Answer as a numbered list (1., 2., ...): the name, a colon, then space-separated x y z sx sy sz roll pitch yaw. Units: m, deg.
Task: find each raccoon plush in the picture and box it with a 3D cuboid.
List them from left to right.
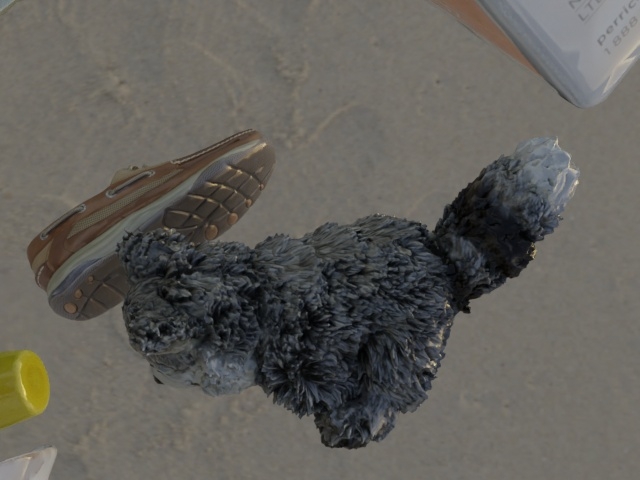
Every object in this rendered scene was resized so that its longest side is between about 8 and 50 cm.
1. raccoon plush: 0.000 0.000 1.104 0.299 0.216 0.446 32 98 -33

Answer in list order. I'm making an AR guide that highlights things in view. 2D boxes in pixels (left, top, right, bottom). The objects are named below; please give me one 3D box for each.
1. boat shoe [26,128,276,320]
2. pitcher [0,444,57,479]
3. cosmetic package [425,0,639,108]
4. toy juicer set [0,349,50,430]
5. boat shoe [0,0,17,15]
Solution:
1. boat shoe: -0.196 -0.043 1.276 0.324 0.116 0.123 -35 151 -23
2. pitcher: -0.118 0.207 0.399 0.178 0.125 0.207 -34 85 2
3. cosmetic package: -0.028 -0.244 0.328 0.161 0.230 0.453 -50 138 6
4. toy juicer set: -0.311 0.005 0.793 0.209 0.089 0.329 -36 112 -76
5. boat shoe: -0.328 -0.212 0.924 0.340 0.127 0.113 -41 107 -11
